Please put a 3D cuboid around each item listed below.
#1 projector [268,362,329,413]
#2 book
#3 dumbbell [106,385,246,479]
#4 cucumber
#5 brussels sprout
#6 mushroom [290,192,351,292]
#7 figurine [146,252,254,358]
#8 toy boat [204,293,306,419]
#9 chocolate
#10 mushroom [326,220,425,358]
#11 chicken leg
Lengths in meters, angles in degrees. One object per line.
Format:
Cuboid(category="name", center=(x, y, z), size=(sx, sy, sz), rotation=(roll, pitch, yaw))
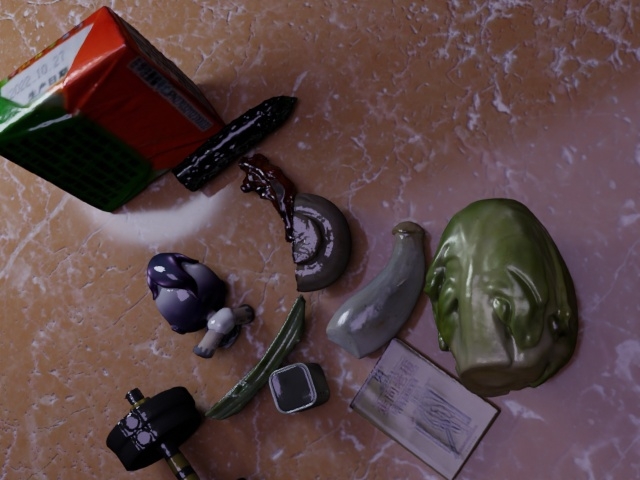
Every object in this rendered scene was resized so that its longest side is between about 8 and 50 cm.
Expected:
Cuboid(category="projector", center=(-0.039, 0.276, 1.539), size=(0.083, 0.082, 0.083), rotation=(-22, 76, 15))
Cuboid(category="book", center=(0.187, 0.302, 1.487), size=(0.231, 0.026, 0.161), rotation=(34, 94, 21))
Cuboid(category="dumbbell", center=(-0.253, 0.438, 1.538), size=(0.185, 0.185, 0.388), rotation=(-43, 71, 9))
Cuboid(category="cucumber", center=(-0.172, -0.207, 1.664), size=(0.300, 0.072, 0.072), rotation=(-37, 72, 10))
Cuboid(category="brussels sprout", center=(0.293, 0.091, 1.346), size=(0.247, 0.328, 0.327), rotation=(-16, 77, 26))
Cuboid(category="mushroom", center=(0.000, 0.000, 1.542), size=(0.117, 0.141, 0.188), rotation=(-6, 82, -4))
Cuboid(category="figurine", center=(-0.254, 0.115, 1.608), size=(0.222, 0.145, 0.145), rotation=(39, 96, 15))
Cuboid(category="toy boat", center=(-0.108, 0.233, 1.568), size=(0.055, 0.093, 0.293), rotation=(38, 96, 2))
Cuboid(category="chocolate", center=(-0.423, -0.249, 1.620), size=(0.341, 0.360, 0.161), rotation=(-31, 61, 12))
Cuboid(category="mushroom", center=(0.124, 0.094, 1.507), size=(0.118, 0.103, 0.270), rotation=(34, 84, 16))
Cuboid(category="chicken leg", center=(-0.092, -0.092, 1.630), size=(0.089, 0.048, 0.219), rotation=(-46, 71, 11))
